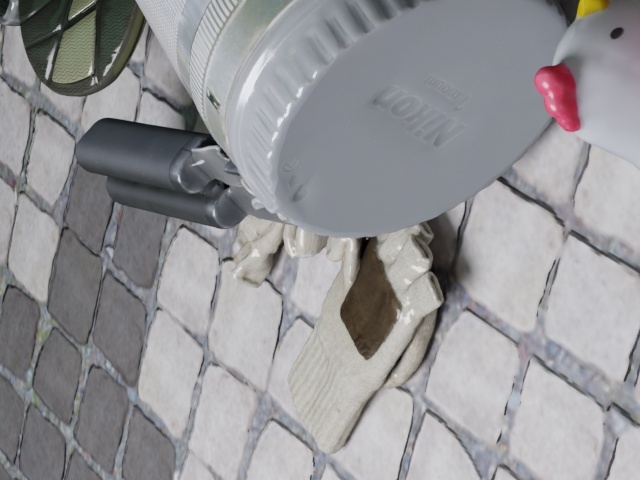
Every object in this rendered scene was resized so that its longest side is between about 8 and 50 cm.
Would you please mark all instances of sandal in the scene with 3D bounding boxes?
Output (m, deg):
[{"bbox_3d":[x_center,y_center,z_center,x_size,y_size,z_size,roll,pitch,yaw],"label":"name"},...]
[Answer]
[{"bbox_3d":[-0.155,-0.252,1.475,0.120,0.086,0.302,-4,69,31],"label":"sandal"}]

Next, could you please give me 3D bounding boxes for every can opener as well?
[{"bbox_3d":[-0.066,-0.060,1.324,0.095,0.076,0.283,-52,32,-17],"label":"can opener"}]

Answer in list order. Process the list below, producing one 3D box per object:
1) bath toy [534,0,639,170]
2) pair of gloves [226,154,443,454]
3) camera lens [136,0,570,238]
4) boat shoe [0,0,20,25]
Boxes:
[{"bbox_3d":[0.235,-0.111,0.902,0.348,0.129,0.151,-15,79,54],"label":"bath toy"},{"bbox_3d":[0.000,0.000,1.300,0.204,0.042,0.240,-51,51,42],"label":"pair of gloves"},{"bbox_3d":[0.002,-0.166,1.140,0.274,0.219,0.219,59,135,34],"label":"camera lens"},{"bbox_3d":[-0.282,-0.285,1.610,0.335,0.119,0.121,45,126,43],"label":"boat shoe"}]
